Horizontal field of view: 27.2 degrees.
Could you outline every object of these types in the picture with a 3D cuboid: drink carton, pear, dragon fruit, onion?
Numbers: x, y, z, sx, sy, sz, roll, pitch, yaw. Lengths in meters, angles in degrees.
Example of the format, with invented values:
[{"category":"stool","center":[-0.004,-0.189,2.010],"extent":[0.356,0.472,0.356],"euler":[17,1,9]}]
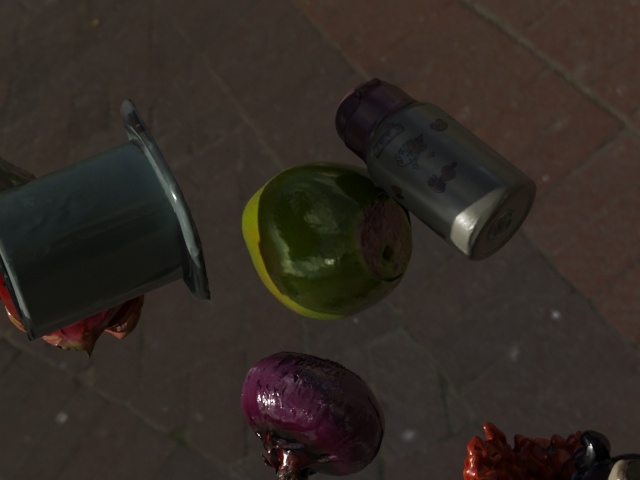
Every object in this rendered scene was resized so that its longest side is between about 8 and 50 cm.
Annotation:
[{"category":"drink carton","center":[-0.230,-0.005,1.334],"extent":[0.189,0.185,0.191],"euler":[-21,59,-18]},{"category":"pear","center":[0.000,0.000,1.538],"extent":[0.219,0.187,0.187],"euler":[-6,52,42]},{"category":"dragon fruit","center":[-0.319,0.027,1.731],"extent":[0.224,0.224,0.227],"euler":[-30,28,16]},{"category":"onion","center":[-0.009,0.137,0.995],"extent":[0.115,0.115,0.104],"euler":[5,63,43]}]

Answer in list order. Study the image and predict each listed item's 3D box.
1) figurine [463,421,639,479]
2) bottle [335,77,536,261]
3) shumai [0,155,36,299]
[{"category":"figurine","center":[0.298,0.358,1.496],"extent":[0.241,0.306,0.411],"euler":[-38,19,-34]},{"category":"bottle","center":[0.114,-0.086,1.431],"extent":[0.233,0.110,0.110],"euler":[41,85,25]},{"category":"shumai","center":[-0.570,-0.040,1.884],"extent":[0.397,0.323,0.324],"euler":[-94,29,-48]}]
